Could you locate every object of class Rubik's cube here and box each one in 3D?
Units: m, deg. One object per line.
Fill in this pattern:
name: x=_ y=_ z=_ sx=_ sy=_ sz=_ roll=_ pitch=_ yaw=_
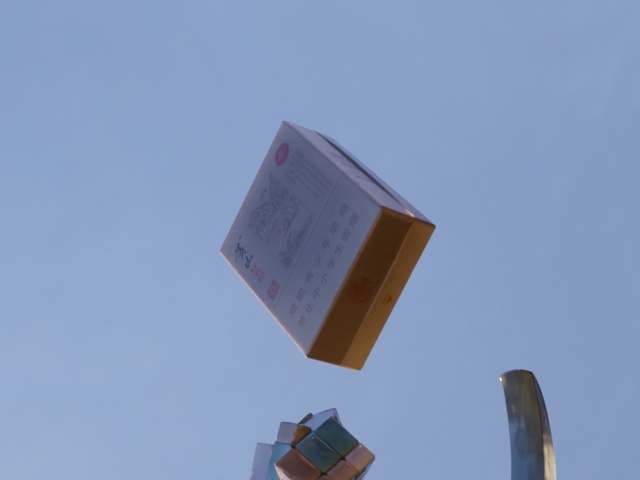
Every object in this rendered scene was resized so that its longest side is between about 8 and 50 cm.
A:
Rubik's cube: x=-0.013 y=0.163 z=1.060 sx=0.075 sy=0.073 sz=0.084 roll=-29 pitch=-24 yaw=-51

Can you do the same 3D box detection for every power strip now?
power strip: x=0.243 y=0.267 z=1.746 sx=0.137 sy=0.044 sz=0.216 roll=59 pitch=-153 yaw=-52

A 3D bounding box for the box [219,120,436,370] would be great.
box: x=0.000 y=0.000 z=1.239 sx=0.058 sy=0.201 sz=0.141 roll=19 pitch=-76 yaw=-33
